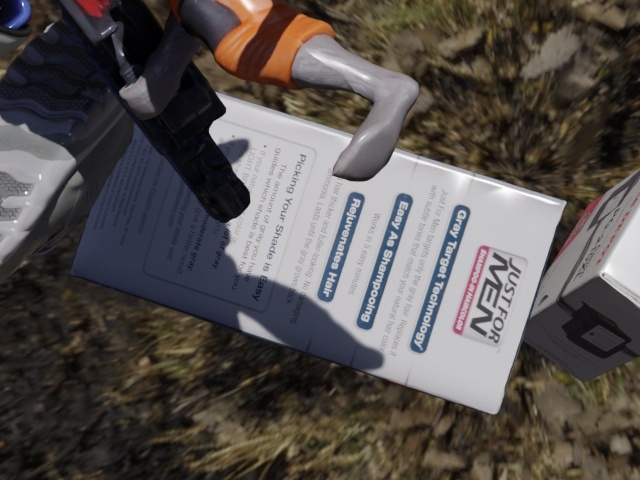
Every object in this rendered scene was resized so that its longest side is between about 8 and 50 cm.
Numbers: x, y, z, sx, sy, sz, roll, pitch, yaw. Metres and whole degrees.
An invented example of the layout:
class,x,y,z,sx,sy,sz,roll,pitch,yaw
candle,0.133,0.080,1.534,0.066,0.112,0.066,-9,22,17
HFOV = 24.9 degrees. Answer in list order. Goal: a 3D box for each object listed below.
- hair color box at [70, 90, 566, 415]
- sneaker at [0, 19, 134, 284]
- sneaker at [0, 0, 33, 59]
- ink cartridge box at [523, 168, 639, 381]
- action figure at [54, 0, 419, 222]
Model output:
class,x,y,z,sx,sy,sz,roll,pitch,yaw
hair color box,0.000,0.000,1.142,0.347,0.105,0.174,18,91,8
sneaker,-0.197,-0.012,0.912,0.105,0.115,0.281,26,58,23
sneaker,-0.334,-0.147,1.231,0.182,0.315,0.127,-37,86,-24
ink cartridge box,0.299,0.023,1.382,0.100,0.237,0.172,35,70,-1
action figure,-0.058,-0.152,0.799,0.178,0.341,0.330,-43,42,-12
